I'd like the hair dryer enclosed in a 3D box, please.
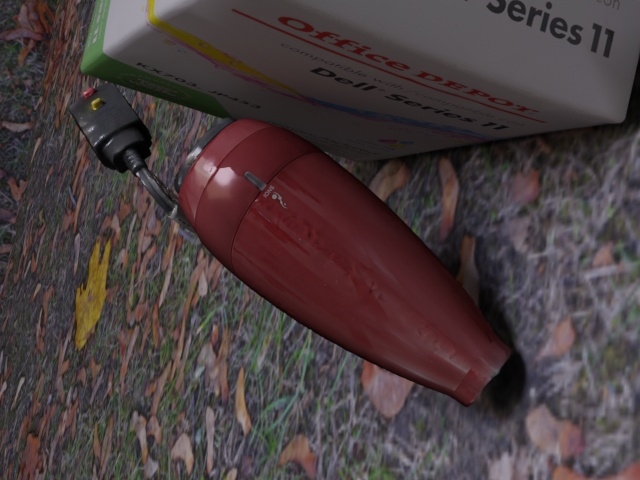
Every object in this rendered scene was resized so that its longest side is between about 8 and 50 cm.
[{"bbox_3d":[0.000,0.000,0.670,0.080,0.223,0.293,-54,42,2],"label":"hair dryer"}]

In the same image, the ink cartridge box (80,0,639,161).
[{"bbox_3d":[0.023,-0.131,0.595,0.353,0.207,0.119,-2,73,67],"label":"ink cartridge box"}]
